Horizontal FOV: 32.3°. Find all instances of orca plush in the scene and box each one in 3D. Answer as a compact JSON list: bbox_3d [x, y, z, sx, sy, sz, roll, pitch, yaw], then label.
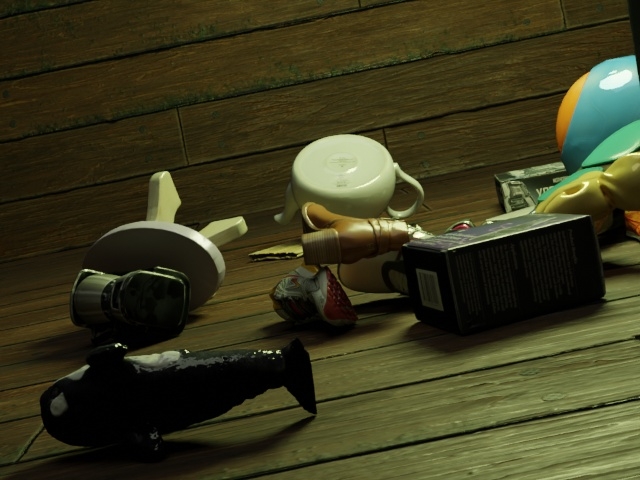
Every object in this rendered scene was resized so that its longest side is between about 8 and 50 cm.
[{"bbox_3d":[-0.147,0.179,1.100,0.287,0.102,0.151,-1,-38,0],"label":"orca plush"}]

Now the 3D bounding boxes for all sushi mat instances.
[{"bbox_3d":[0.000,0.000,2.496,0.151,0.019,0.316,-4,10,44],"label":"sushi mat"}]

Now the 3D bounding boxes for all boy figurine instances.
[{"bbox_3d":[0.378,-0.044,1.613,0.285,0.092,0.177,-26,-3,33],"label":"boy figurine"}]

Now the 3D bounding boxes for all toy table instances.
[{"bbox_3d":[-0.263,0.024,1.929,0.274,0.252,0.161,3,28,22],"label":"toy table"}]

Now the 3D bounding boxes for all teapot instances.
[{"bbox_3d":[0.060,-0.106,2.494,0.252,0.187,0.256,-36,48,-29],"label":"teapot"}]

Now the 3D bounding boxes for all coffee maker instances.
[{"bbox_3d":[-0.284,0.093,1.756,0.171,0.120,0.178,-16,9,-41],"label":"coffee maker"}]

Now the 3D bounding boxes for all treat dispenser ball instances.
[{"bbox_3d":[0.599,-0.210,2.121,0.288,0.288,0.288,-11,7,1],"label":"treat dispenser ball"}]

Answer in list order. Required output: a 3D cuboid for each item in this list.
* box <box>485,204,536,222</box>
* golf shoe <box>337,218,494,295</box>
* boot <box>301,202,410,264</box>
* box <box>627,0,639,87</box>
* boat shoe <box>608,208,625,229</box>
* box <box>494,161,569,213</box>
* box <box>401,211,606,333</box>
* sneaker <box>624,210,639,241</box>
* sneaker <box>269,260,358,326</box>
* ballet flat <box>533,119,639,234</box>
[{"bbox_3d":[0.428,-0.041,1.938,0.324,0.063,0.067,-16,7,-35],"label":"box"},{"bbox_3d":[0.138,0.037,1.592,0.273,0.105,0.120,-10,25,26],"label":"golf shoe"},{"bbox_3d":[0.051,-0.011,1.589,0.152,0.073,0.197,-7,21,1],"label":"boot"},{"bbox_3d":[0.688,-0.248,1.813,0.212,0.395,0.293,-5,9,44],"label":"box"},{"bbox_3d":[0.496,-0.037,1.903,0.153,0.048,0.056,-20,37,-19],"label":"boat shoe"},{"bbox_3d":[0.547,-0.132,2.444,0.307,0.076,0.242,-11,6,7],"label":"box"},{"bbox_3d":[0.232,0.037,1.413,0.207,0.108,0.153,-14,6,-17],"label":"box"},{"bbox_3d":[0.513,-0.034,1.719,0.064,0.067,0.175,-10,8,-8],"label":"sneaker"},{"bbox_3d":[-0.013,0.091,1.568,0.092,0.088,0.225,-33,10,-9],"label":"sneaker"},{"bbox_3d":[0.476,-0.088,1.838,0.123,0.123,0.348,-4,25,48],"label":"ballet flat"}]
